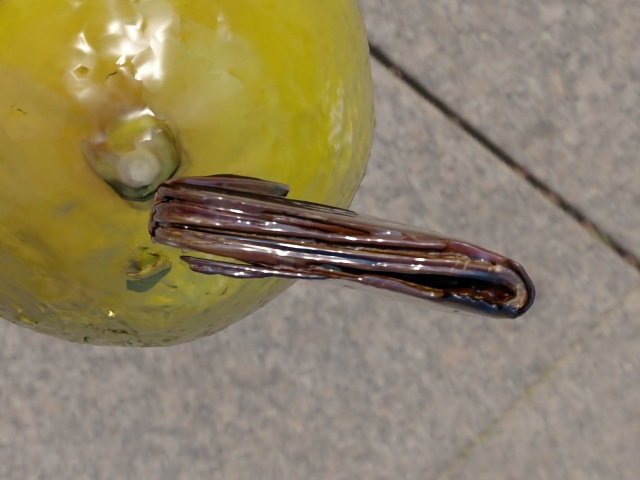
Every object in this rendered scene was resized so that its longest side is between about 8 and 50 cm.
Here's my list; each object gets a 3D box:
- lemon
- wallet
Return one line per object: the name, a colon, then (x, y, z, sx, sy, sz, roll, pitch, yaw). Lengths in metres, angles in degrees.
lemon: (-0.088, -0.068, 0.834, 0.236, 0.263, 0.236, 3, 102, 16)
wallet: (0.000, 0.000, 0.511, 0.095, 0.176, 0.026, 13, 91, -2)
